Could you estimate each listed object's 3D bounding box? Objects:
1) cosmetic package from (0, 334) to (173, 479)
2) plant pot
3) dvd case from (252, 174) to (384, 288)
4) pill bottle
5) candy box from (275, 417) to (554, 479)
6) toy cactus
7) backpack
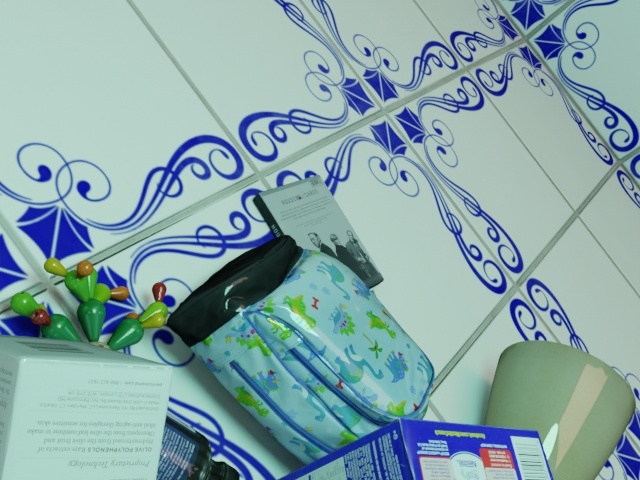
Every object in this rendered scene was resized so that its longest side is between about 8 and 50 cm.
[{"bbox_3d":[-0.273,0.281,0.763,0.155,0.196,0.366,11,86,-40],"label":"cosmetic package"},{"bbox_3d":[0.392,0.363,1.456,0.256,0.256,0.274,41,55,-12],"label":"plant pot"},{"bbox_3d":[0.000,0.000,1.496,0.179,0.029,0.239,-22,77,-50],"label":"dvd case"},{"bbox_3d":[-0.212,0.268,1.007,0.219,0.123,0.123,38,41,-17],"label":"pill bottle"},{"bbox_3d":[0.106,0.350,1.100,0.268,0.317,0.122,14,53,-36],"label":"candy box"},{"bbox_3d":[-0.289,0.116,1.081,0.219,0.112,0.181,13,62,-48],"label":"toy cactus"},{"bbox_3d":[-0.006,0.173,1.209,0.356,0.273,0.290,62,24,-6],"label":"backpack"}]
